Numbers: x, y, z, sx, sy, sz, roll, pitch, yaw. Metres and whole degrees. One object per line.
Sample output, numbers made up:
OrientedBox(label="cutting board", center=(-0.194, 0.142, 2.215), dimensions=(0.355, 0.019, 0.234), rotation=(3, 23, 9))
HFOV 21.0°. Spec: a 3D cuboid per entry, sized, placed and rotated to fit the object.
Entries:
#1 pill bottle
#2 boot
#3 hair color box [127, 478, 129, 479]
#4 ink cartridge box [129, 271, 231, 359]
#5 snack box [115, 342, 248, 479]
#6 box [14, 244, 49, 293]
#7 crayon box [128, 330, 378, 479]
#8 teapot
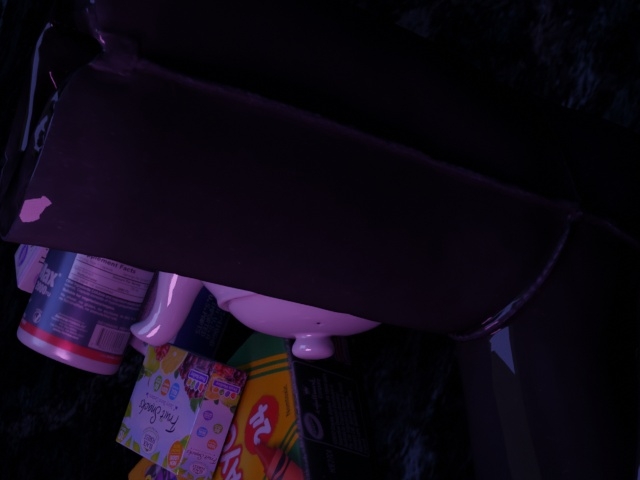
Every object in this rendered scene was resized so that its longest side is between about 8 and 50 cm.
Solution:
OrientedBox(label="pill bottle", center=(-0.216, 0.030, 1.688), dimensions=(0.108, 0.108, 0.180), rotation=(24, 93, 62))
OrientedBox(label="boot", center=(0.015, 0.032, 1.068), dimensions=(0.146, 0.445, 0.367), rotation=(-22, 54, 54))
OrientedBox(label="hair color box", center=(-0.186, 0.308, 1.667), dimensions=(0.072, 0.043, 0.141), rotation=(-39, 41, 42))
OrientedBox(label="ink cartridge box", center=(-0.139, -0.050, 1.796), dimensions=(0.330, 0.071, 0.324), rotation=(23, 92, 65))
OrientedBox(label="snack box", center=(-0.122, 0.145, 1.496), dimensions=(0.141, 0.037, 0.100), rotation=(11, 82, 62))
OrientedBox(label="box", center=(-0.227, -0.076, 1.835), dimensions=(0.324, 0.063, 0.067), rotation=(-56, 28, 26))
OrientedBox(label="crayon box", center=(-0.078, 0.232, 1.489), dimensions=(0.318, 0.081, 0.202), rotation=(-49, 34, 33))
OrientedBox(label="teapot", center=(0.000, 0.000, 1.368), dimensions=(0.256, 0.252, 0.187), rotation=(151, 119, -66))
